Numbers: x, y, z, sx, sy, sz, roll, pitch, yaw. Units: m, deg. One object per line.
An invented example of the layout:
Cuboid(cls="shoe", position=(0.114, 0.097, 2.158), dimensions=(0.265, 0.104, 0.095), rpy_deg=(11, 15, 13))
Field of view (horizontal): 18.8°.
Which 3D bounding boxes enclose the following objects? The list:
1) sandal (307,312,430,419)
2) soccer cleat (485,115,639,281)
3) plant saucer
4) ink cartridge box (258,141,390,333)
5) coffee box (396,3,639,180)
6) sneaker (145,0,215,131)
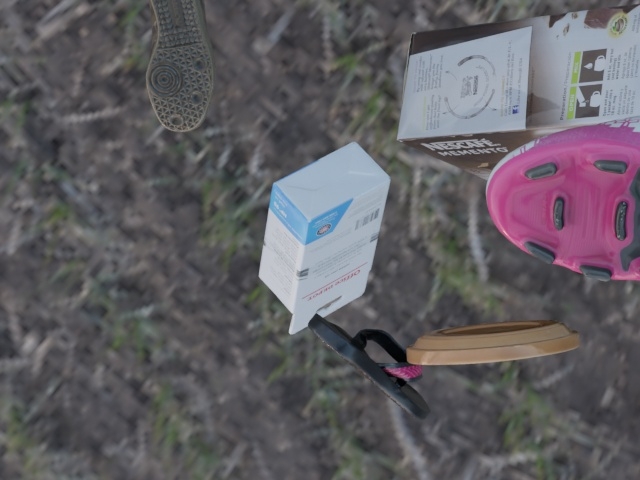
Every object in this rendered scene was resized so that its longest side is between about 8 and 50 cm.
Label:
Cuboid(cls="sandal", position=(0.049, 0.093, 1.515), dimensions=(0.067, 0.040, 0.179), rpy_deg=(38, 177, 34))
Cuboid(cls="soccer cleat", position=(0.287, -0.047, 1.384), dimensions=(0.331, 0.143, 0.116), rpy_deg=(-2, 119, 11))
Cuboid(cls="plant saucer", position=(0.083, 0.048, 0.931), dimensions=(0.083, 0.083, 0.013), rpy_deg=(-6, 92, 26))
Cuboid(cls="ink cartridge box", position=(0.000, 0.000, 1.894), dimensions=(0.060, 0.104, 0.180), rpy_deg=(46, 148, 26))
Cuboid(cls="coffee box", position=(0.241, -0.137, 1.871), dimensions=(0.297, 0.118, 0.168), rpy_deg=(-2, 165, 44))
Cuboid(cls="sneaker", position=(-0.127, -0.198, 1.811), dimensions=(0.066, 0.071, 0.188), rpy_deg=(2, 112, 9))
